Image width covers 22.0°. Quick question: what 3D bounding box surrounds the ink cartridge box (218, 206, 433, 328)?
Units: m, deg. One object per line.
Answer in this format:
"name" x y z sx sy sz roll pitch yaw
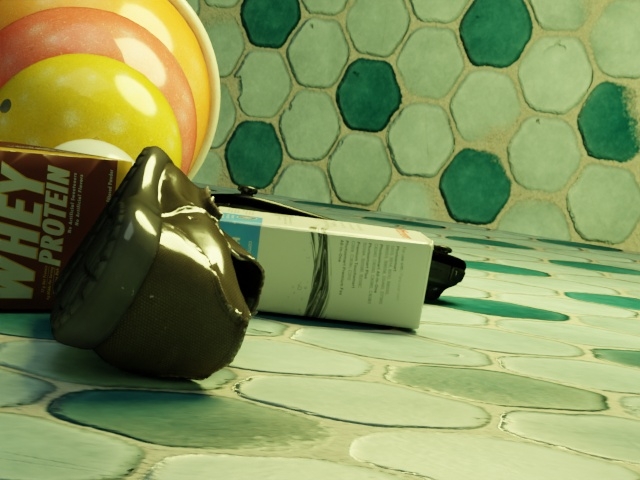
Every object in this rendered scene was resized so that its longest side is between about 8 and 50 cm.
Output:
"ink cartridge box" -0.004 0.025 1.552 0.203 0.086 0.148 8 4 -2

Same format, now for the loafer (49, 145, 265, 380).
"loafer" -0.114 0.032 1.202 0.130 0.134 0.366 33 10 -9

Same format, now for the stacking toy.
"stacking toy" -0.250 -0.105 1.715 0.350 0.350 0.480 6 16 -14

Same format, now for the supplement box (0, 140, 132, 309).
"supplement box" -0.296 -0.019 1.371 0.194 0.129 0.191 10 5 44

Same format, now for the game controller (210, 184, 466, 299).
"game controller" 0.000 0.000 1.761 0.319 0.067 0.166 17 -1 -34
